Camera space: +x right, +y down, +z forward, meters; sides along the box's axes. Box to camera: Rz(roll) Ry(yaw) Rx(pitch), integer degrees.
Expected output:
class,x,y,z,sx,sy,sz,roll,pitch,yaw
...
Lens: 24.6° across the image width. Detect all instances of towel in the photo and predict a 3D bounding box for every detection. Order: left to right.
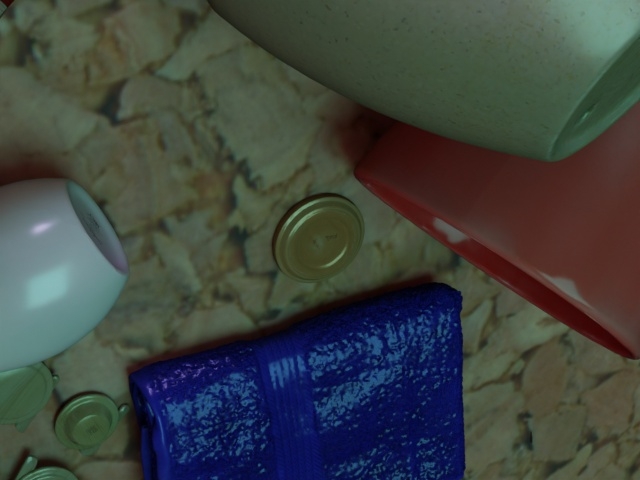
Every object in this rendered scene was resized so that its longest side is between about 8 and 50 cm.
class,x,y,z,sx,sy,sz,roll,pitch,yaw
towel,-0.008,0.173,1.299,0.308,0.076,0.228,-17,127,-19

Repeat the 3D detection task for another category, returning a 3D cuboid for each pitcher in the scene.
class,x,y,z,sx,sy,sz,roll,pitch,yaw
pitcher,-0.260,0.023,1.050,0.207,0.125,0.178,-30,114,6

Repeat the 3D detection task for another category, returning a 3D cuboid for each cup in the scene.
class,x,y,z,sx,sy,sz,roll,pitch,yaw
cup,0.124,-0.191,0.943,0.331,0.237,0.331,-41,165,-13

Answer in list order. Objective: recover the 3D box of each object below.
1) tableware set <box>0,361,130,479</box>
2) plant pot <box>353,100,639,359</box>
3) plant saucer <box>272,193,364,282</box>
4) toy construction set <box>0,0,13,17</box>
class,x,y,z,sx,sy,sz,roll,pitch,yaw
tableware set,-0.241,0.166,1.204,0.168,0.020,0.141,34,99,-39
plant pot,0.203,-0.077,1.151,0.275,0.275,0.243,35,89,-39
plant saucer,0.000,0.000,1.235,0.083,0.013,0.083,-14,125,-21
toy construction set,-0.313,-0.188,0.830,0.257,0.237,0.309,75,39,-79
